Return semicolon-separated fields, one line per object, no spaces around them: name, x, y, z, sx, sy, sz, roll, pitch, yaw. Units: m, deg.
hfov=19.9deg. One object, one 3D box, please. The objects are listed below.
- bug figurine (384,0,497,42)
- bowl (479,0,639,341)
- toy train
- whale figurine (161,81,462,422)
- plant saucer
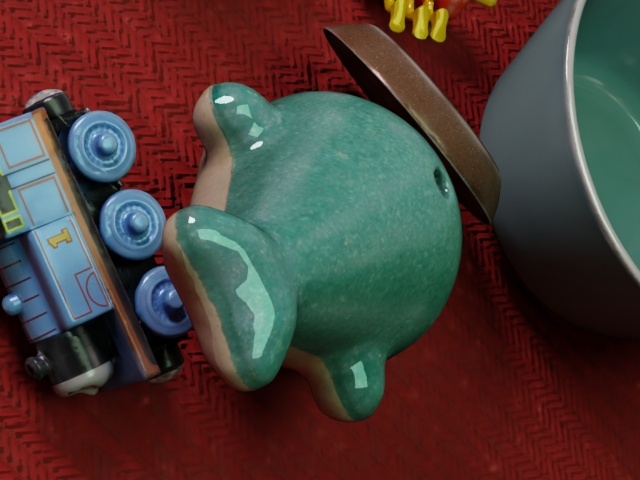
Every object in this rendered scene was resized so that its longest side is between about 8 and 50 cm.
bug figurine;0.048;-0.285;1.266;0.216;0.072;0.279;15;88;-23
bowl;0.234;-0.052;1.304;0.311;0.163;0.311;12;68;-34
toy train;-0.144;0.006;1.051;0.105;0.080;0.184;-24;93;-31
whale figurine;0.000;0.000;1.063;0.216;0.141;0.272;67;17;-2
plant saucer;0.065;-0.082;1.191;0.029;0.168;0.168;-40;104;-2
